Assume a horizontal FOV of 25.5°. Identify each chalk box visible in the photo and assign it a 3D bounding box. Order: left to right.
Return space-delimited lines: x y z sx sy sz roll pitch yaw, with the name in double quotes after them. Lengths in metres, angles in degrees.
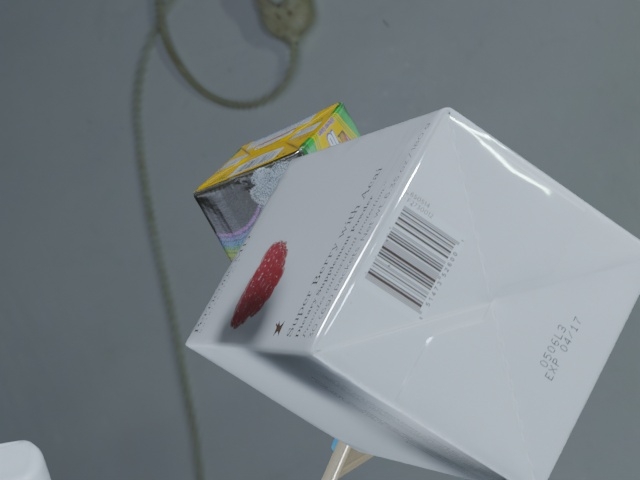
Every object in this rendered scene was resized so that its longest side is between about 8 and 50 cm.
0.000 0.000 1.370 0.132 0.132 0.213 -21 107 27 "chalk box"

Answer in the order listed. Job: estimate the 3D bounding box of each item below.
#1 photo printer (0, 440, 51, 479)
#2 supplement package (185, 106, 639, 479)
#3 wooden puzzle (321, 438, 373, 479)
-0.335 0.351 1.281 0.256 0.107 0.307 -13 114 -3 "photo printer"
0.053 0.044 0.972 0.175 0.293 0.177 32 77 -15 "supplement package"
0.093 0.179 1.717 0.044 0.239 0.221 37 130 21 "wooden puzzle"
